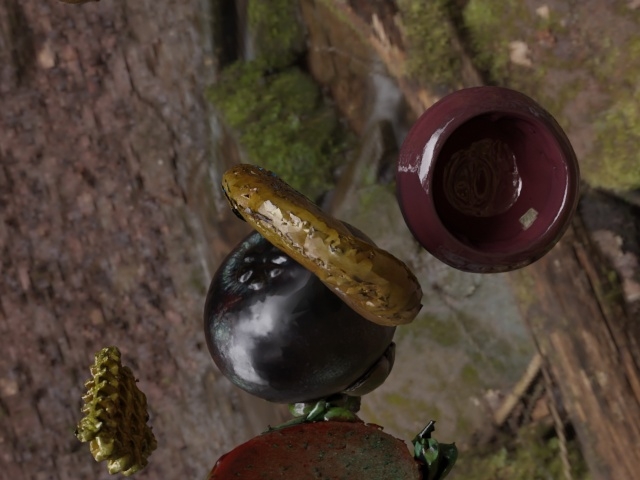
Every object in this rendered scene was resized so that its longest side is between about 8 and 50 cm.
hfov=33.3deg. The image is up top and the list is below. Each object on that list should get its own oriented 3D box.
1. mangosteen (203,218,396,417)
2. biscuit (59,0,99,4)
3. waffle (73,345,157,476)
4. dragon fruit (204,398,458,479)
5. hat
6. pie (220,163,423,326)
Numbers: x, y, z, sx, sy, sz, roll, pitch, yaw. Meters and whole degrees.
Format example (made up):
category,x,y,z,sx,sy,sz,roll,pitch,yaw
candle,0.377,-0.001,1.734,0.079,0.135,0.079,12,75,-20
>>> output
category,x,y,z,sx,sy,sz,roll,pitch,yaw
mangosteen,-0.015,0.111,1.578,0.300,0.300,0.301,163,90,-70
biscuit,-0.297,-0.432,1.289,0.296,0.075,0.296,-3,86,52
waffle,-0.248,0.202,1.279,0.161,0.046,0.192,64,-173,8
dragon fruit,-0.017,0.166,0.622,0.175,0.142,0.138,-65,-4,24
hat,0.174,-0.064,1.139,0.089,0.205,0.206,-140,36,-74
pie,-0.001,0.001,1.123,0.273,0.069,0.273,39,178,2
